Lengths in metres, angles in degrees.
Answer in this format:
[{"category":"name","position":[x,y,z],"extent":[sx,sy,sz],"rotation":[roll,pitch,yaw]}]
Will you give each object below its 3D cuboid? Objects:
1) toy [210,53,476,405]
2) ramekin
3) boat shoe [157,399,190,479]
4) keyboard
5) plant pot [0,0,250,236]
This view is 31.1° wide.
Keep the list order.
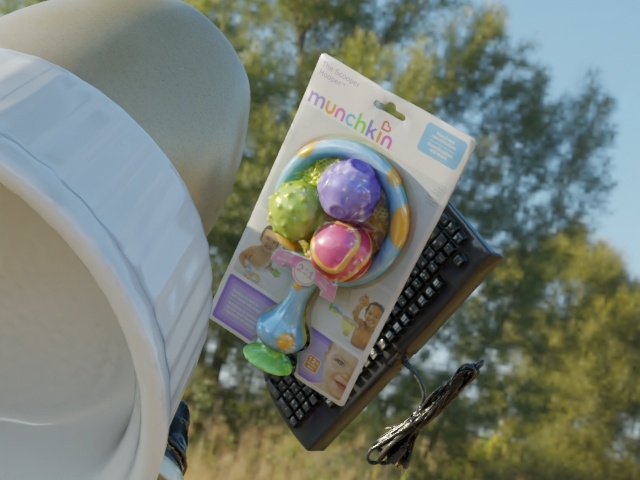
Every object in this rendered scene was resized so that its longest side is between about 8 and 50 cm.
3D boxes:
[{"category":"toy","position":[0.000,0.000,0.849],"extent":[0.137,0.237,0.056],"rotation":[32,26,18]},{"category":"ramekin","position":[-0.190,0.032,0.597],"extent":[0.277,0.277,0.135],"rotation":[9,29,10]},{"category":"boat shoe","position":[-0.269,0.202,1.107],"extent":[0.340,0.113,0.127],"rotation":[-14,-51,29]},{"category":"keyboard","position":[0.071,0.111,1.184],"extent":[0.201,0.317,0.033],"rotation":[50,30,21]},{"category":"plant pot","position":[-0.176,-0.119,1.065],"extent":[0.284,0.191,0.284],"rotation":[36,-25,20]}]
